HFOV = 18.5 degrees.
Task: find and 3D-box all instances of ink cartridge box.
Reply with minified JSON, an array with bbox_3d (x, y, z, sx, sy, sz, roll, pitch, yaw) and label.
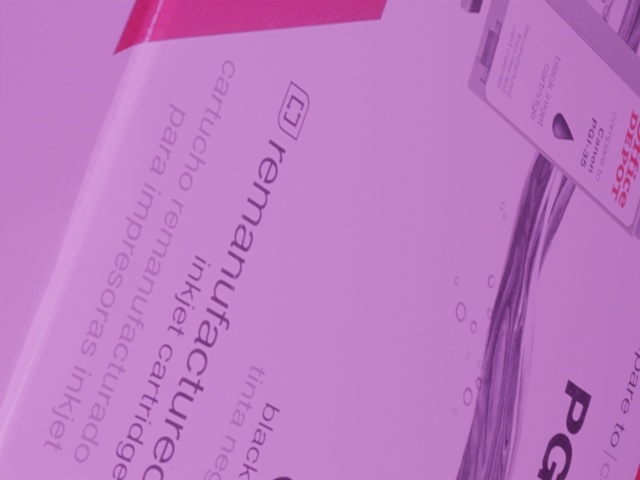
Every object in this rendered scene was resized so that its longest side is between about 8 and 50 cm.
[{"bbox_3d":[0.000,0.000,0.531,0.283,0.117,0.207,35,70,-49],"label":"ink cartridge box"}]
